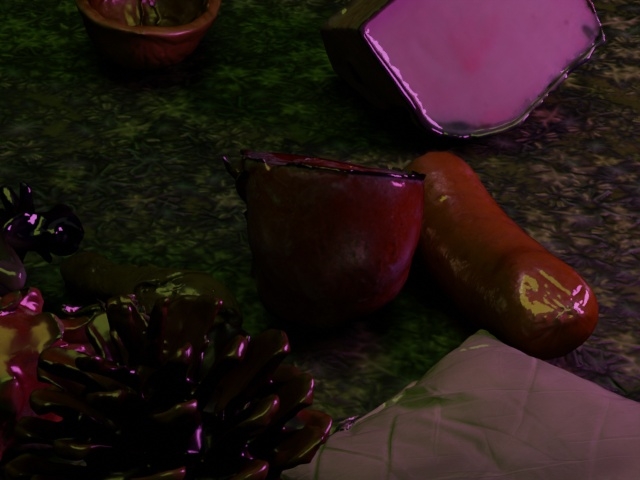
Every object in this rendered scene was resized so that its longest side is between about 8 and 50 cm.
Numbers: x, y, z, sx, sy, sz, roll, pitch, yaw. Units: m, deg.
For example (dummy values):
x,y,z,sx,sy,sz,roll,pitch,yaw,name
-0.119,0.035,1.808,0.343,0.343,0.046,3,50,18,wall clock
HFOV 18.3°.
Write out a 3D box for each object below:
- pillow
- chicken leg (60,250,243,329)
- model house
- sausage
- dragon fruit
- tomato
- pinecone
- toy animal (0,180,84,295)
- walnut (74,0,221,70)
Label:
x,y,z,sx,sy,sz,roll,pitch,yaw,name
0.133,0.186,1.557,0.280,0.076,0.274,-30,37,-34,pillow
-0.160,0.045,1.782,0.198,0.069,0.085,17,32,36,chicken leg
0.142,-0.231,2.170,0.237,0.202,0.237,-44,17,-6,model house
0.153,0.022,1.796,0.109,0.109,0.270,-12,34,-23,sausage
-0.239,0.106,1.605,0.236,0.137,0.135,-7,35,-20,dragon fruit
0.000,0.000,1.774,0.180,0.155,0.214,3,3,0,tomato
-0.103,0.155,1.418,0.264,0.264,0.264,2,31,-1,pinecone
-0.362,0.002,1.695,0.324,0.090,0.195,11,33,-24,toy animal
-0.199,-0.246,2.242,0.167,0.087,0.211,9,33,-3,walnut
